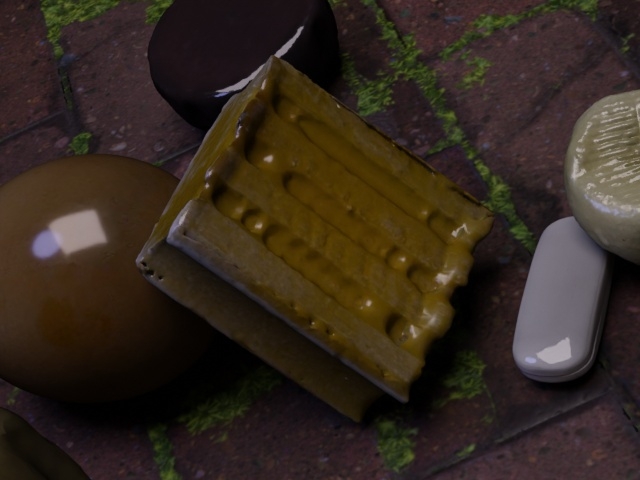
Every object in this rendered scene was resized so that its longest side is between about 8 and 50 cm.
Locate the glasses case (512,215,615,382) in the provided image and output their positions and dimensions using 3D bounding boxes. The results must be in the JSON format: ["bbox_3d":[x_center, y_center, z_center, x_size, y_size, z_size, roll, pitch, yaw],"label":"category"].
[{"bbox_3d":[0.277,0.063,1.652,0.092,0.059,0.233,-1,45,22],"label":"glasses case"}]

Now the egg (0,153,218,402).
[{"bbox_3d":[-0.284,0.046,1.770,0.374,0.301,0.301,-5,44,29],"label":"egg"}]

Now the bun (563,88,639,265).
[{"bbox_3d":[0.390,-0.064,1.665,0.230,0.145,0.229,-8,57,12],"label":"bun"}]

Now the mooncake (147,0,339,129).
[{"bbox_3d":[-0.108,-0.275,2.149,0.283,0.141,0.283,-14,51,18],"label":"mooncake"}]

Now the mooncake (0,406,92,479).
[{"bbox_3d":[-0.380,0.358,1.479,0.378,0.201,0.378,-40,19,17],"label":"mooncake"}]

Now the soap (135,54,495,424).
[{"bbox_3d":[0.000,0.000,1.648,0.156,0.335,0.293,-35,25,53],"label":"soap"}]
